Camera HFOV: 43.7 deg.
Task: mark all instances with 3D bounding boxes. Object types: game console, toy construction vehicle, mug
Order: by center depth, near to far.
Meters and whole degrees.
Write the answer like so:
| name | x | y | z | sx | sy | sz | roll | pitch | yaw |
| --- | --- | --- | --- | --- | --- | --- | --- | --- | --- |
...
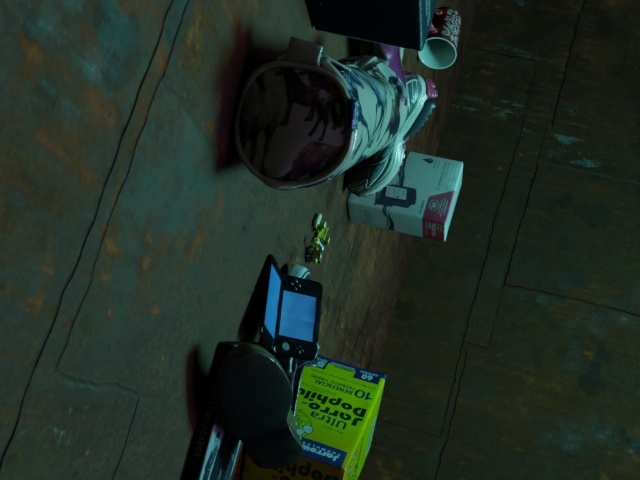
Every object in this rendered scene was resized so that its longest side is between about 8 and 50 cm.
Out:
| name | x | y | z | sx | sy | sz | roll | pitch | yaw |
| --- | --- | --- | --- | --- | --- | --- | --- | --- | --- |
| game console | -0.046 | 0.112 | 1.318 | 0.085 | 0.124 | 0.144 | 133 | -33 | -59 |
| toy construction vehicle | 0.000 | 0.000 | 1.575 | 0.098 | 0.035 | 0.086 | 87 | 21 | -55 |
| mug | 0.359 | -0.615 | 2.343 | 0.150 | 0.113 | 0.169 | 92 | 14 | -52 |

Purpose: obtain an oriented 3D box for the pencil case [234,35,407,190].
| name | x | y | z | sx | sy | sz | roll | pitch | yaw |
| --- | --- | --- | --- | --- | --- | --- | --- | --- | --- |
| pencil case | 0.020 | -0.189 | 1.149 | 0.184 | 0.159 | 0.410 | -64 | 172 | 18 |

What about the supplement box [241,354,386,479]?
| name | x | y | z | sx | sy | sz | roll | pitch | yaw |
| --- | --- | --- | --- | --- | --- | --- | --- | --- | --- |
| supplement box | -0.009 | 0.408 | 1.621 | 0.356 | 0.194 | 0.195 | -51 | 153 | -64 |

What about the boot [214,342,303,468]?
| name | x | y | z | sx | sy | sz | roll | pitch | yaw |
| --- | --- | --- | --- | --- | --- | --- | --- | --- | --- |
| boot | -0.097 | 0.225 | 1.186 | 0.305 | 0.112 | 0.115 | 80 | -4 | -51 |

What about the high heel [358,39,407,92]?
| name | x | y | z | sx | sy | sz | roll | pitch | yaw |
| --- | --- | --- | --- | --- | --- | --- | --- | --- | --- |
| high heel | 0.082 | -0.344 | 1.508 | 0.181 | 0.127 | 0.377 | -16 | 134 | -36 |

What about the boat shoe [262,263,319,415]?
| name | x | y | z | sx | sy | sz | roll | pitch | yaw |
| --- | --- | --- | --- | --- | --- | --- | --- | --- | --- |
| boat shoe | -0.049 | 0.196 | 1.414 | 0.108 | 0.102 | 0.301 | 45 | 60 | -76 |

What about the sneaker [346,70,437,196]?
| name | x | y | z | sx | sy | sz | roll | pitch | yaw |
| --- | --- | --- | --- | --- | --- | --- | --- | --- | --- |
| sneaker | 0.127 | -0.231 | 1.710 | 0.299 | 0.112 | 0.121 | -63 | -146 | 26 |

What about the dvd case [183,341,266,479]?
| name | x | y | z | sx | sy | sz | roll | pitch | yaw |
| --- | --- | --- | --- | --- | --- | --- | --- | --- | --- |
| dvd case | -0.147 | 0.274 | 1.233 | 0.179 | 0.029 | 0.239 | 35 | 69 | -77 |

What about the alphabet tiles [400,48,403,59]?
| name | x | y | z | sx | sy | sz | roll | pitch | yaw |
| --- | --- | --- | --- | --- | --- | --- | --- | --- | --- |
| alphabet tiles | 0.199 | -0.534 | 1.910 | 0.278 | 0.021 | 0.284 | 47 | 59 | -76 |

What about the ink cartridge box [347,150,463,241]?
| name | x | y | z | sx | sy | sz | roll | pitch | yaw |
| --- | --- | --- | --- | --- | --- | --- | --- | --- | --- |
| ink cartridge box | 0.198 | -0.114 | 1.874 | 0.100 | 0.237 | 0.172 | 74 | 32 | -62 |

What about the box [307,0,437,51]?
| name | x | y | z | sx | sy | sz | roll | pitch | yaw |
| --- | --- | --- | --- | --- | --- | --- | --- | --- | --- |
| box | 0.093 | -0.491 | 1.090 | 0.343 | 0.178 | 0.313 | 65 | 41 | -72 |
